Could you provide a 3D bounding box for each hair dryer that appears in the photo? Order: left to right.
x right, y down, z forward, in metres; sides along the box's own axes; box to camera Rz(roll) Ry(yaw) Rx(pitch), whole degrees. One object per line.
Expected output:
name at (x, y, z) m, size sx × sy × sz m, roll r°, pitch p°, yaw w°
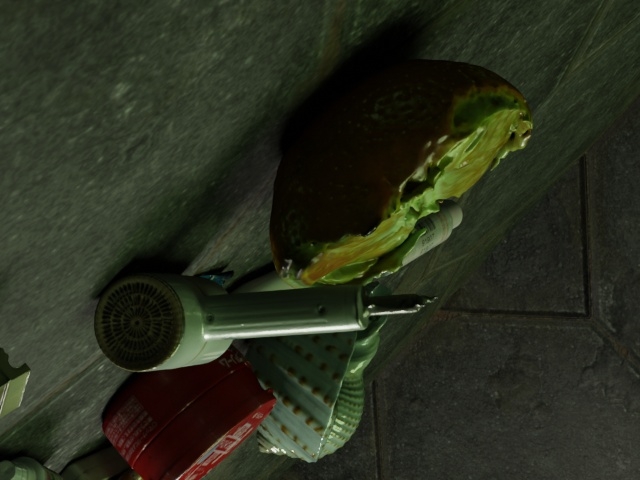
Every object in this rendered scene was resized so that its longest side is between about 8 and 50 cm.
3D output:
hair dryer at (-0.047, 0.082, 1.177) m, size 0.357 × 0.107 × 0.173 m, roll -4°, pitch 177°, yaw 17°

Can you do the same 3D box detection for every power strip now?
power strip at (-0.314, 0.354, 1.707) m, size 0.093 × 0.053 × 0.288 m, roll -50°, pitch 165°, yaw 22°

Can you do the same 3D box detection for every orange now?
orange at (0.075, -0.073, 1.246) m, size 0.334 × 0.196 × 0.262 m, roll -49°, pitch 152°, yaw 2°

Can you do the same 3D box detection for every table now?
table at (-0.322, 0.134, 0.991) m, size 0.083 × 0.062 × 0.079 m, roll -32°, pitch 162°, yaw -41°

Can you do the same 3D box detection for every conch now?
conch at (-0.022, 0.201, 1.771) m, size 0.303 × 0.215 × 0.319 m, roll 60°, pitch 45°, yaw -82°

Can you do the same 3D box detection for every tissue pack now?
tissue pack at (-0.170, 0.093, 1.395) m, size 0.138 × 0.028 × 0.085 m, roll -53°, pitch 164°, yaw 22°

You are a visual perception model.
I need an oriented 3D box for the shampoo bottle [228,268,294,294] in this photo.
shampoo bottle at (-0.104, 0.095, 1.533) m, size 0.221 × 0.051 × 0.108 m, roll -25°, pitch 158°, yaw -53°

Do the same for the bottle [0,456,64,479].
bottle at (-0.372, 0.307, 1.378) m, size 0.060 × 0.060 × 0.217 m, roll -40°, pitch 167°, yaw -14°

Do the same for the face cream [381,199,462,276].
face cream at (0.170, -0.014, 1.940) m, size 0.269 × 0.082 × 0.082 m, roll -28°, pitch 159°, yaw -49°

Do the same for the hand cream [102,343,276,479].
hand cream at (-0.189, 0.249, 1.553) m, size 0.230 × 0.149 × 0.230 m, roll -43°, pitch 168°, yaw -12°

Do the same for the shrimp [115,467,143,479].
shrimp at (-0.299, 0.400, 1.659) m, size 0.187 × 0.051 × 0.132 m, roll -50°, pitch 165°, yaw 13°
